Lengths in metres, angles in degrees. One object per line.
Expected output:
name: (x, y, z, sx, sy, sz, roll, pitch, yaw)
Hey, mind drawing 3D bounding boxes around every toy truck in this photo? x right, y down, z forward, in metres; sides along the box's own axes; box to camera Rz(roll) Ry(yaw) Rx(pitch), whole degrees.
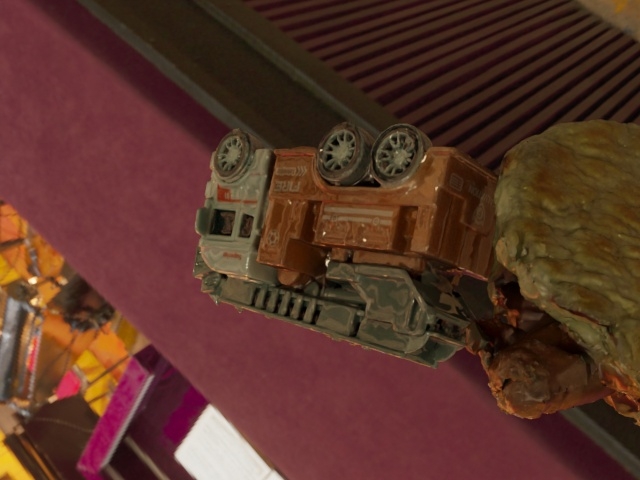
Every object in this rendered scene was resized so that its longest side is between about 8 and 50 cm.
toy truck: (0.000, 0.000, 0.675, 0.338, 0.133, 0.184, 5, 79, 44)

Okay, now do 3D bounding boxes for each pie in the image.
pie: (0.244, 0.022, 0.536, 0.275, 0.257, 0.105, 15, 154, -11)
